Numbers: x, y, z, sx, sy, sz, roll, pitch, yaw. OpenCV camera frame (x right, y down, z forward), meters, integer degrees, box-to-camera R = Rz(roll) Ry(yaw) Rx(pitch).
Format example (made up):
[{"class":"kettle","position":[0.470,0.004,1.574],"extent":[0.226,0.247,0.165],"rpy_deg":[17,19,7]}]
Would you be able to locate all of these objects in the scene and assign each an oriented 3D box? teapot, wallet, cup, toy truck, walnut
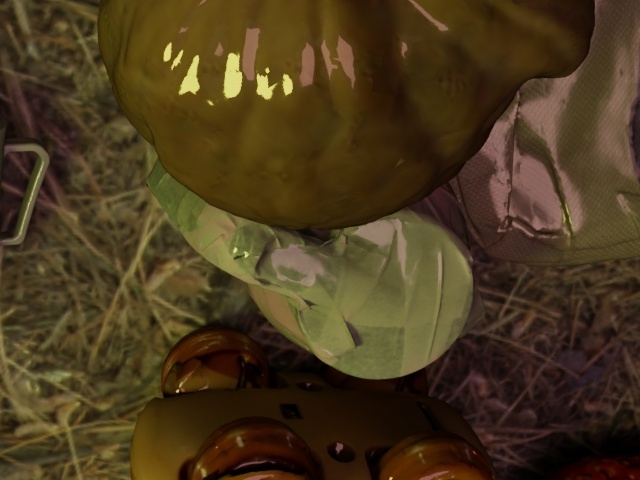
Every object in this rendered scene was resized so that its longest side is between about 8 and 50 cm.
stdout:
[{"class":"teapot","position":[0.012,-0.008,0.799],"extent":[0.163,0.178,0.221],"rpy_deg":[-41,114,3]},{"class":"wallet","position":[0.226,-0.115,0.873],"extent":[0.335,0.068,0.274],"rpy_deg":[-9,112,-12]},{"class":"cup","position":[-0.234,-0.033,0.789],"extent":[0.104,0.074,0.116],"rpy_deg":[-7,117,-26]},{"class":"toy truck","position":[0.003,0.193,0.864],"extent":[0.288,0.204,0.211],"rpy_deg":[1,113,-17]},{"class":"walnut","position":[0.013,-0.151,0.657],"extent":[0.285,0.285,0.296],"rpy_deg":[11,92,-18]}]

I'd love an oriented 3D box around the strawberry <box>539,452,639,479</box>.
[{"class":"strawberry","position":[0.315,0.289,0.995],"extent":[0.261,0.257,0.261],"rpy_deg":[-25,141,-22]}]
